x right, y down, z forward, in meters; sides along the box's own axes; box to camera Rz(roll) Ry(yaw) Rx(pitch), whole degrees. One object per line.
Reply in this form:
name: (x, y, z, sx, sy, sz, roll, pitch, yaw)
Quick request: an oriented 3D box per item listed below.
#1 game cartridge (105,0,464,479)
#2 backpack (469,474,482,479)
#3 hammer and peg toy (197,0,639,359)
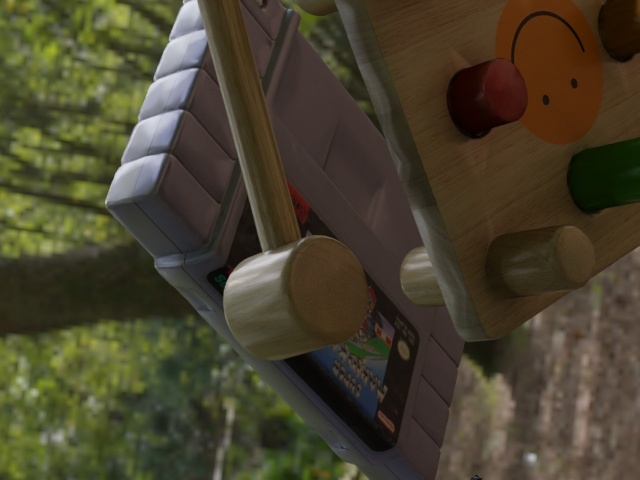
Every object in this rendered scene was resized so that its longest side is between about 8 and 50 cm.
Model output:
game cartridge: (0.000, 0.000, 1.178, 0.355, 0.068, 0.230, 49, -142, -37)
backpack: (0.067, 0.217, 0.996, 0.120, 0.101, 0.098, -22, 27, 34)
hammer and peg toy: (0.088, -0.089, 0.935, 0.127, 0.361, 0.265, -10, 103, 49)
